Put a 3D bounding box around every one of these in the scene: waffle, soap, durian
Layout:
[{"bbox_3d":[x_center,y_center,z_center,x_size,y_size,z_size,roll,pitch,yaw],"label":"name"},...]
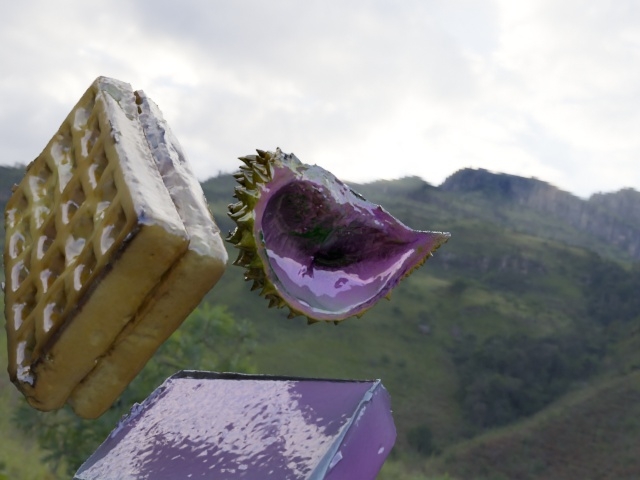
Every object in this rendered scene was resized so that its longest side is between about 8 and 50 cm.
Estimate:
[{"bbox_3d":[-0.216,-0.009,0.890,0.098,0.224,0.327,31,17,-34],"label":"waffle"},{"bbox_3d":[-0.077,0.205,0.864,0.259,0.181,0.081,-2,-61,32],"label":"soap"},{"bbox_3d":[-0.011,0.008,1.031,0.154,0.186,0.260,-18,-49,45],"label":"durian"}]
